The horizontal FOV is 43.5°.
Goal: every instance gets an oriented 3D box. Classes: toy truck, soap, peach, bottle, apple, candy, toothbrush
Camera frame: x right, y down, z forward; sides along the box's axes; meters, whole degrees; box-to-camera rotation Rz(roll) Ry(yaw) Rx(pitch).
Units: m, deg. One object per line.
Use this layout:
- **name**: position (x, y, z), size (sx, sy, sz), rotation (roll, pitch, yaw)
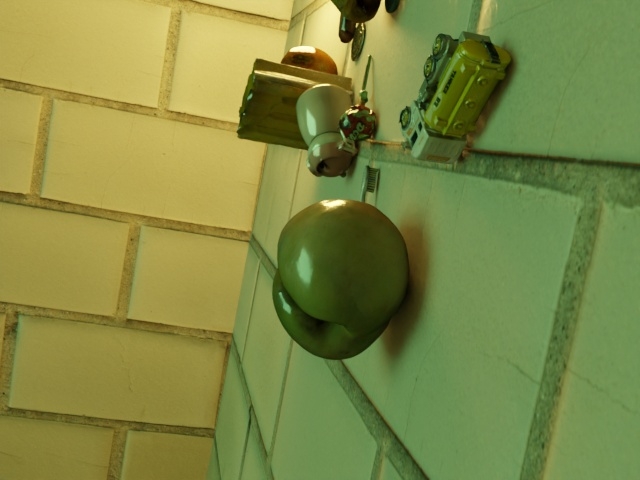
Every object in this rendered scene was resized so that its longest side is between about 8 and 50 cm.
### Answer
- **toy truck**: position (0.203, -0.217, 1.233), size (0.227, 0.097, 0.114), rotation (114, 156, -46)
- **soap**: position (-0.075, -0.370, 2.213), size (0.259, 0.281, 0.143), rotation (119, 159, -56)
- **peach**: position (0.040, 0.063, 1.454), size (0.292, 0.247, 0.293), rotation (13, -90, -74)
- **bottle**: position (0.020, -0.265, 2.042), size (0.148, 0.147, 0.237), rotation (117, 151, -55)
- **apple**: position (-0.060, -0.459, 2.392), size (0.237, 0.207, 0.237), rotation (-169, 90, -76)
- **candy**: position (0.098, -0.349, 1.918), size (0.078, 0.084, 0.288), rotation (109, 173, -52)
- **toothbrush**: position (0.094, 0.018, 1.717), size (0.028, 0.037, 0.376), rotation (137, 140, -71)

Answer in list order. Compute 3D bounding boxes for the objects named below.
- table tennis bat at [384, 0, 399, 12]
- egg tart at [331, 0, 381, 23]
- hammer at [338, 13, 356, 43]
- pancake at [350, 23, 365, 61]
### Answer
- **table tennis bat**: position (0.173, -0.644, 1.859), size (0.153, 0.040, 0.245), rotation (118, 157, -68)
- **egg tart**: position (0.064, -0.680, 1.861), size (0.339, 0.152, 0.352), rotation (-16, -72, -74)
- **hammer**: position (0.087, -0.761, 2.237), size (0.242, 0.095, 0.409), rotation (-178, 95, -78)
- **pancake**: position (0.100, -0.536, 2.171), size (0.115, 0.011, 0.115), rotation (-170, 90, -78)
